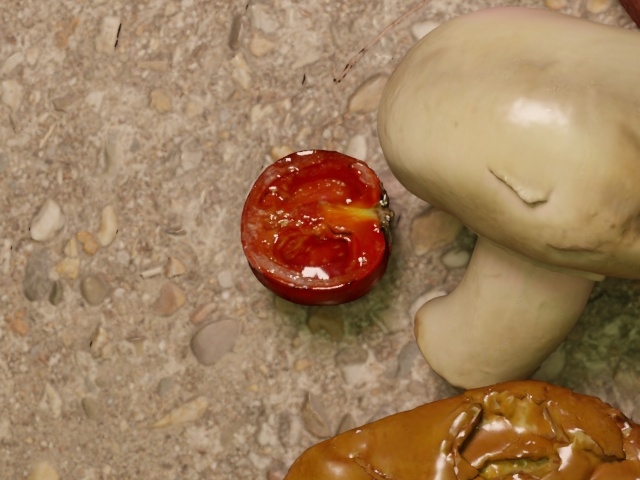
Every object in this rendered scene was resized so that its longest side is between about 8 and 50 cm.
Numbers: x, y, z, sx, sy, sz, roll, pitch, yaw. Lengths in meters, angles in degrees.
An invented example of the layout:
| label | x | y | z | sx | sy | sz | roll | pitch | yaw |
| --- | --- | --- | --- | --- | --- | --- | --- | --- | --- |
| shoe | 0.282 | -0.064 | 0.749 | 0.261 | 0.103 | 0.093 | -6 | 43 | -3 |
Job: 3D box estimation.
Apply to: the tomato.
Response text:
| label | x | y | z | sx | sy | sz | roll | pitch | yaw |
| --- | --- | --- | --- | --- | --- | --- | --- | --- | --- |
| tomato | 0.000 | 0.000 | 1.291 | 0.139 | 0.091 | 0.159 | -5 | 58 | 2 |

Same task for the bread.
| label | x | y | z | sx | sy | sz | roll | pitch | yaw |
| --- | --- | --- | --- | --- | --- | --- | --- | --- | --- |
| bread | 0.146 | 0.309 | 1.177 | 0.398 | 0.215 | 0.398 | -1 | 85 | 10 |

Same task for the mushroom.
| label | x | y | z | sx | sy | sz | roll | pitch | yaw |
| --- | --- | --- | --- | --- | --- | --- | --- | --- | --- |
| mushroom | 0.194 | -0.068 | 1.171 | 0.315 | 0.356 | 0.315 | 5 | 70 | -15 |

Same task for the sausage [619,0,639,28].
| label | x | y | z | sx | sy | sz | roll | pitch | yaw |
| --- | --- | --- | --- | --- | --- | --- | --- | --- | --- |
| sausage | 0.296 | -0.279 | 1.218 | 0.152 | 0.152 | 0.279 | -35 | 79 | 7 |
